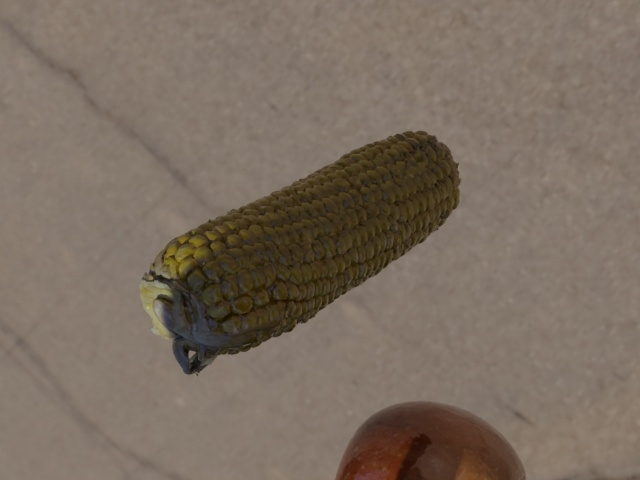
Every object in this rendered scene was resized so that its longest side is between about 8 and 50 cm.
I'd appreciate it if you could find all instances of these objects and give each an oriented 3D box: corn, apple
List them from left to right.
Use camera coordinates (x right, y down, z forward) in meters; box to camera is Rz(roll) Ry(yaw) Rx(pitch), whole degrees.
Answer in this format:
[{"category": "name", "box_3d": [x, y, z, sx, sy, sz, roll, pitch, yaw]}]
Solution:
[{"category": "corn", "box_3d": [0.000, 0.000, 1.030, 0.106, 0.293, 0.106, 30, 134, 37]}, {"category": "apple", "box_3d": [0.095, 0.234, 1.168, 0.162, 0.201, 0.201, 8, 139, 21]}]
